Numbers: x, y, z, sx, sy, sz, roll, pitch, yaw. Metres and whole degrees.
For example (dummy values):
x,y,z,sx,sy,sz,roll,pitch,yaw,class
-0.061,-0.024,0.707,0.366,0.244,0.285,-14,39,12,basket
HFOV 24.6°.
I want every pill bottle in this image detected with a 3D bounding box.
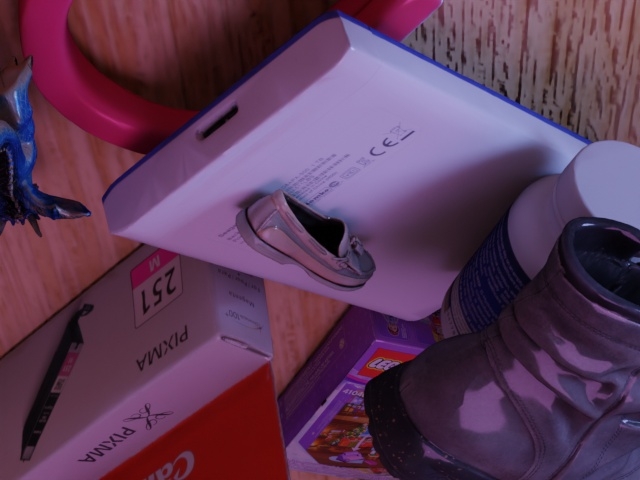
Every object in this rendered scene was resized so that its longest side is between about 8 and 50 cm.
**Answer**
x,y,z,sx,sy,sz,roll,pitch,yaw,class
0.168,0.019,1.010,0.112,0.112,0.186,7,144,-19,pill bottle

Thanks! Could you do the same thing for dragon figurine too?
x,y,z,sx,sy,sz,roll,pitch,yaw,class
-0.195,-0.036,0.887,0.085,0.289,0.144,-25,114,-17,dragon figurine

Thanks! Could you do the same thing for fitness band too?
x,y,z,sx,sy,sz,roll,pitch,yaw,class
-0.052,-0.161,0.883,0.209,0.054,0.291,28,127,-33,fitness band

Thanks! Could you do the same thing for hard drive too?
x,y,z,sx,sy,sz,roll,pitch,yaw,class
0.040,-0.035,1.002,0.210,0.040,0.319,-35,147,28,hard drive

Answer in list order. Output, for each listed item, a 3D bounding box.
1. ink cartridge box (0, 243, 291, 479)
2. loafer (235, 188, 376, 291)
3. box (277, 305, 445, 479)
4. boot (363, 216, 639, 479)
x,y,z,sx,sy,sz,roll,pitch,yaw,class
-0.145,0.139,1.075,0.275,0.239,0.060,-36,134,29,ink cartridge box
0.000,0.000,0.954,0.039,0.045,0.125,-41,142,24,loafer
0.125,0.144,1.278,0.293,0.057,0.201,12,137,-25,box
0.216,0.116,0.963,0.338,0.118,0.223,21,134,-37,boot
